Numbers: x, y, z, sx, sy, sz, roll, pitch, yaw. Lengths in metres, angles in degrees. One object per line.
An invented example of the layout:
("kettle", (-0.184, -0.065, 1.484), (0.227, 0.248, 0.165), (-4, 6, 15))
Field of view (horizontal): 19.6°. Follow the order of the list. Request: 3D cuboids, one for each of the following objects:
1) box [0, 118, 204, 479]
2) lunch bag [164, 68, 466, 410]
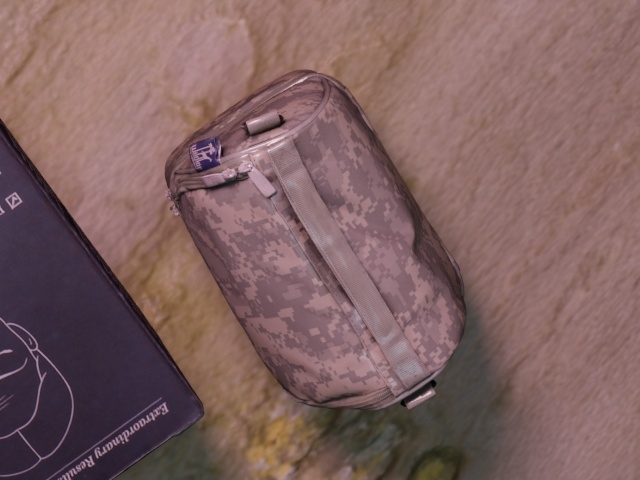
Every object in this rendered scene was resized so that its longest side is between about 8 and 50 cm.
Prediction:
("box", (-0.345, 0.065, 1.683), (0.293, 0.212, 0.395), (-35, 111, -4))
("lunch bag", (0.000, 0.000, 1.740), (0.212, 0.256, 0.305), (-32, 104, -5))
